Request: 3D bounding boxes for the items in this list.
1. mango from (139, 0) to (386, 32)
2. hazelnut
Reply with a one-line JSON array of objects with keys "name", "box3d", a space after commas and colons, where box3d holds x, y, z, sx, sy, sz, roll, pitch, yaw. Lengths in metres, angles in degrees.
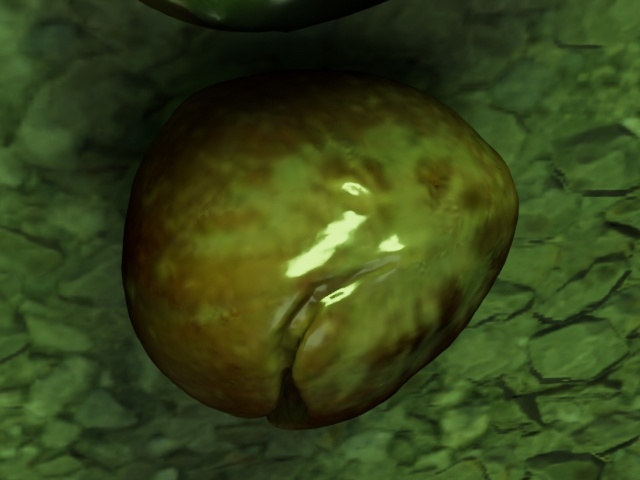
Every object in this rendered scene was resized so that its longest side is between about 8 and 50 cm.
[{"name": "mango", "box3d": [0.044, -0.184, 0.537, 0.287, 0.152, 0.201, -18, 138, 2]}, {"name": "hazelnut", "box3d": [0.000, 0.000, 0.707, 0.154, 0.143, 0.143, -20, 138, -23]}]
